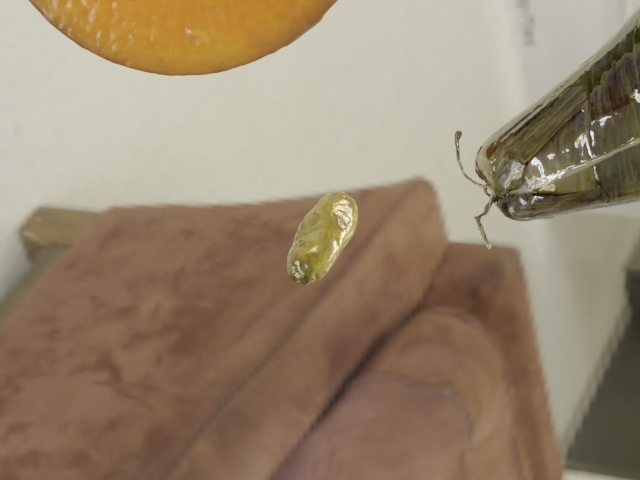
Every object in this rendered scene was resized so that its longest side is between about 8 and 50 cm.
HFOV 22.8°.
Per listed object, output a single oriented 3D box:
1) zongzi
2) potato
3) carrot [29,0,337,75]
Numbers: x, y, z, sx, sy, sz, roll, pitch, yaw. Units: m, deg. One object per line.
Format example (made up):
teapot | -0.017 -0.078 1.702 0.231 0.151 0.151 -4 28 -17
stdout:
zongzi | 0.164 -0.104 0.898 0.084 0.187 0.184 -97 176 -68
potato | 0.000 0.000 1.358 0.045 0.046 0.092 34 69 -14
carrot | -0.075 -0.245 0.918 0.100 0.258 0.307 -111 -170 -48
